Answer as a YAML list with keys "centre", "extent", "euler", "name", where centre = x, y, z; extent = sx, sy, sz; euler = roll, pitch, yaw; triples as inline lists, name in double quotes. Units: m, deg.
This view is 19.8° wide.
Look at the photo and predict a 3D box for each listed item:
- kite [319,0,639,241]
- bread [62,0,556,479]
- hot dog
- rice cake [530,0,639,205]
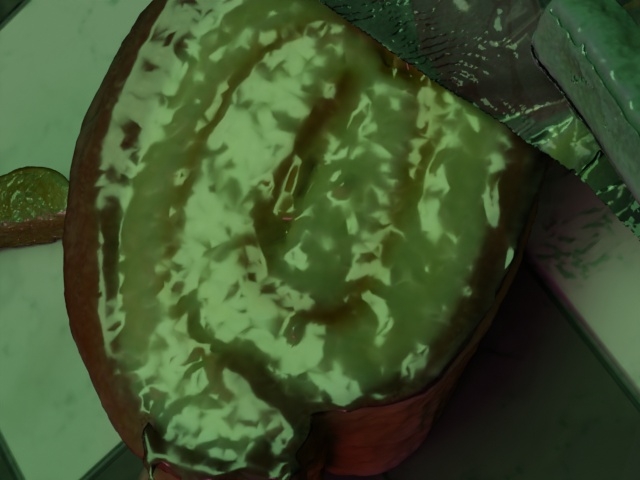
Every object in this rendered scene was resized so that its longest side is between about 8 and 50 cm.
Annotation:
- centre: [0.127, -0.076, 0.669]
  extent: [0.204, 0.022, 0.360]
  euler: [-38, 75, -7]
  name: "kite"
- centre: [-0.012, -0.002, 0.729]
  extent: [0.190, 0.123, 0.244]
  euler: [17, 76, 12]
  name: "bread"
- centre: [-0.143, -0.017, 0.886]
  extent: [0.090, 0.030, 0.034]
  euler: [-9, 65, 28]
  name: "hot dog"
- centre: [0.130, -0.007, 0.604]
  extent: [0.033, 0.033, 0.208]
  euler: [-20, 60, -18]
  name: "rice cake"
